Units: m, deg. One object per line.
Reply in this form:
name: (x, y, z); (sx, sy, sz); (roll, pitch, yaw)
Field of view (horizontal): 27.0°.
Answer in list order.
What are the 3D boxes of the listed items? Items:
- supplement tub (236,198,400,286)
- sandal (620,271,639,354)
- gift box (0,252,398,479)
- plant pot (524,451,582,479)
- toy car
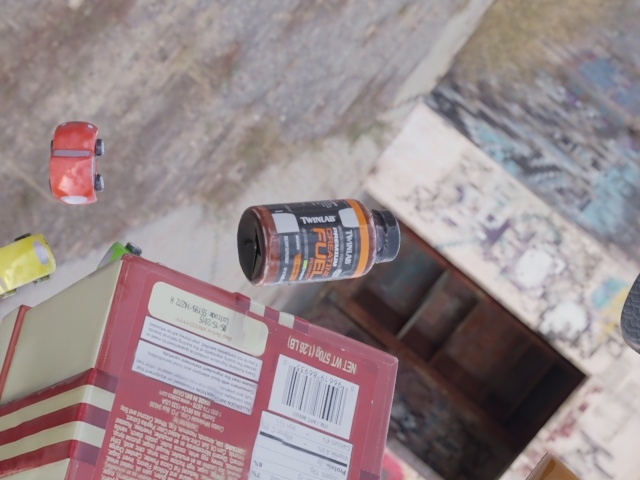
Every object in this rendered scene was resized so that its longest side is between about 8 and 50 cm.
supplement tub: (0.000, 0.000, 1.699); (0.197, 0.106, 0.106); (-6, 154, -24)
sandal: (0.338, 0.019, 1.038); (0.254, 0.097, 0.054); (-36, 143, -20)
gift box: (-0.106, 0.158, 0.937); (0.258, 0.255, 0.276); (-26, -138, 53)
plant pot: (0.248, 0.364, 1.199); (0.203, 0.291, 0.291); (-48, 177, -1)
toy car: (-0.265, 0.009, 1.539); (0.239, 0.225, 0.053); (-57, -179, 4)
